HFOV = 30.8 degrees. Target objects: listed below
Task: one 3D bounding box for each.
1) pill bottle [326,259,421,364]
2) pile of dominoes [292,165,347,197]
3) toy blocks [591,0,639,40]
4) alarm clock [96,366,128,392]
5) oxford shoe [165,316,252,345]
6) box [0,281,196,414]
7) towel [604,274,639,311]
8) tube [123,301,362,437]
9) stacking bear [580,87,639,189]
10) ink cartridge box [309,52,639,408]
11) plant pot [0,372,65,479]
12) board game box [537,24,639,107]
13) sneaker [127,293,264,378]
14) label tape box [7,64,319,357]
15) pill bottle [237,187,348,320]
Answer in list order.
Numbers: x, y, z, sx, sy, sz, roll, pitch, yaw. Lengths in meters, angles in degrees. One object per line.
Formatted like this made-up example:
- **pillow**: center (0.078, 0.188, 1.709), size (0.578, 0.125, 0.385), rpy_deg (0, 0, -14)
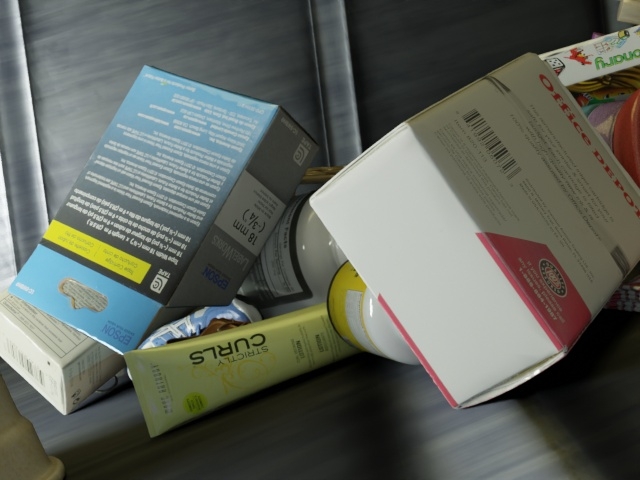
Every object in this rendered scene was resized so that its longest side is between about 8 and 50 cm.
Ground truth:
- **pill bottle**: center (0.078, 0.061, 1.079), size (0.103, 0.103, 0.184), rpy_deg (-23, 7, -16)
- **pile of dominoes**: center (-0.003, -0.072, 1.541), size (0.251, 0.040, 0.196), rpy_deg (-4, 7, -13)
- **toy blocks**: center (0.592, -0.271, 1.973), size (0.260, 0.309, 0.288), rpy_deg (12, 23, 3)
- **alarm clock**: center (-0.290, 0.139, 1.594), size (0.129, 0.064, 0.192), rpy_deg (3, 38, -5)
- **oxford shoe**: center (-0.087, 0.117, 1.277), size (0.212, 0.076, 0.076), rpy_deg (-16, 6, 26)
- **box**: center (-0.267, 0.065, 1.528), size (0.311, 0.148, 0.121), rpy_deg (-38, -23, -31)
- **towel**: center (0.331, 0.021, 0.946), size (0.144, 0.029, 0.197), rpy_deg (-22, 6, -17)
- **tube**: center (-0.071, 0.121, 1.178), size (0.240, 0.070, 0.062), rpy_deg (-17, -31, -8)
- **stacking bear**: center (0.265, -0.049, 1.230), size (0.175, 0.164, 0.289), rpy_deg (-26, 4, -40)
- **ink cartridge box**: center (0.150, -0.020, 0.967), size (0.117, 0.207, 0.283), rpy_deg (-36, -2, 35)
- **plant pot**: center (-0.447, 0.130, 1.111), size (0.334, 0.305, 0.334), rpy_deg (-14, 3, 1)
- **board game box**: center (0.343, -0.132, 1.312), size (0.193, 0.053, 0.305), rpy_deg (-15, -28, 16)
- **sneaker**: center (-0.151, 0.129, 1.412), size (0.211, 0.080, 0.081), rpy_deg (-28, 7, 37)
- **label tape box**: center (-0.189, -0.026, 1.394), size (0.240, 0.106, 0.334), rpy_deg (22, 78, 38)
- **pill bottle**: center (-0.009, 0.022, 1.429), size (0.283, 0.161, 0.161), rpy_deg (-14, 9, 43)
